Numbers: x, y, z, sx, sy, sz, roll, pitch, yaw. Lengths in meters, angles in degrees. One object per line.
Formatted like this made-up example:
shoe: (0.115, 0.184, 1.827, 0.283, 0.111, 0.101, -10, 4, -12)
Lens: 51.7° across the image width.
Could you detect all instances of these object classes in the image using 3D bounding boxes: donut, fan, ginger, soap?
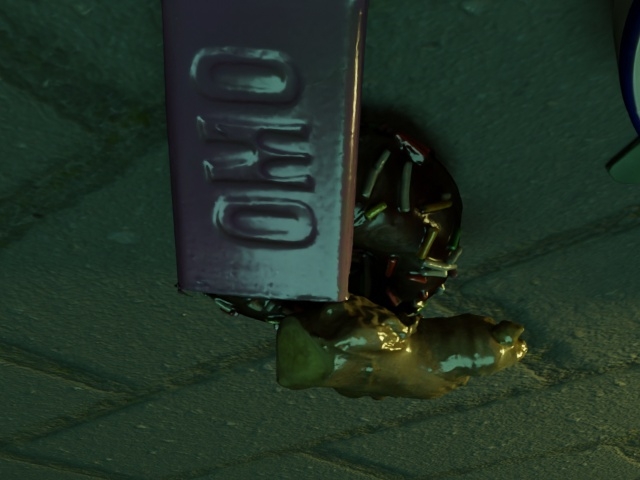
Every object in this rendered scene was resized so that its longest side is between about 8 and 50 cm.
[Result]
donut: (0.000, 0.000, 0.588, 0.270, 0.103, 0.269, -1, 149, -1)
fan: (0.292, -0.105, 0.516, 0.038, 0.016, 0.193, 8, 146, -11)
ginger: (0.069, 0.102, 0.595, 0.214, 0.074, 0.137, 3, 149, -18)
soap: (-0.034, -0.063, 0.426, 0.122, 0.065, 0.203, 3, 114, 4)

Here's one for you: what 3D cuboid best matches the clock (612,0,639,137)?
clock: (0.290, -0.129, 0.372, 0.231, 0.083, 0.230, 7, 138, 7)
